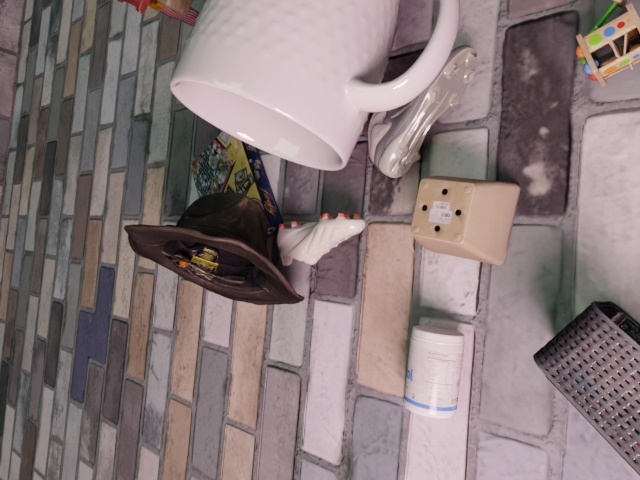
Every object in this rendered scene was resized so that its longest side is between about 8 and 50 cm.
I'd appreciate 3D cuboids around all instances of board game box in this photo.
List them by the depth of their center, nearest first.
[{"bbox_3d":[-0.174,-0.095,0.960,0.165,0.042,0.243,-34,64,32],"label":"board game box"}]

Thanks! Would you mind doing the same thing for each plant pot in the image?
[{"bbox_3d":[0.176,-0.033,0.617,0.109,0.096,0.109,13,93,41],"label":"plant pot"}]

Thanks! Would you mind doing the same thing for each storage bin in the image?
[{"bbox_3d":[0.313,0.151,0.461,0.084,0.122,0.180,-54,55,22],"label":"storage bin"}]

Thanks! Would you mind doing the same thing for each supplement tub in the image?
[{"bbox_3d":[0.149,0.171,0.633,0.071,0.071,0.107,5,88,41],"label":"supplement tub"}]

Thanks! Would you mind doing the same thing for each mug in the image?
[{"bbox_3d":[0.012,-0.295,0.681,0.374,0.276,0.328,20,86,34],"label":"mug"}]

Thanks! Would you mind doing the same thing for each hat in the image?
[{"bbox_3d":[-0.153,0.001,0.793,0.331,0.331,0.133,2,62,41],"label":"hat"}]

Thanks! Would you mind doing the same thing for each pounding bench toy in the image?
[{"bbox_3d":[0.324,-0.228,0.543,0.065,0.052,0.083,-26,68,36],"label":"pounding bench toy"}]

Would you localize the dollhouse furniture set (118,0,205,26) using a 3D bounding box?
[{"bbox_3d":[-0.214,-0.458,0.926,0.374,0.201,0.152,40,111,38],"label":"dollhouse furniture set"}]

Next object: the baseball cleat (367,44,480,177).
[{"bbox_3d":[0.132,-0.195,0.693,0.205,0.072,0.109,-56,47,16],"label":"baseball cleat"}]

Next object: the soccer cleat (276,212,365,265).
[{"bbox_3d":[0.000,0.000,0.789,0.196,0.068,0.076,-10,83,47],"label":"soccer cleat"}]
